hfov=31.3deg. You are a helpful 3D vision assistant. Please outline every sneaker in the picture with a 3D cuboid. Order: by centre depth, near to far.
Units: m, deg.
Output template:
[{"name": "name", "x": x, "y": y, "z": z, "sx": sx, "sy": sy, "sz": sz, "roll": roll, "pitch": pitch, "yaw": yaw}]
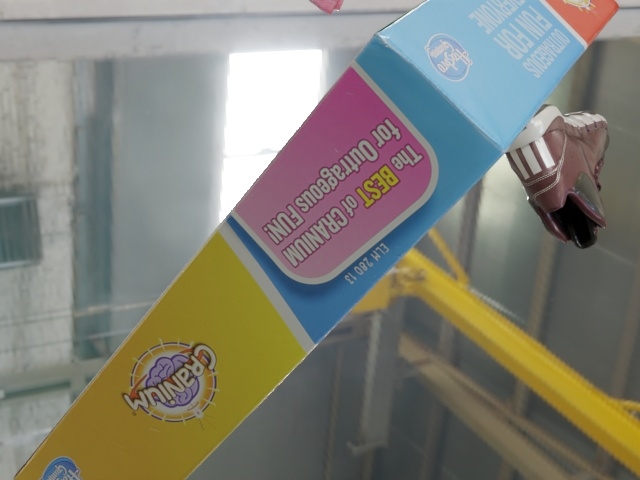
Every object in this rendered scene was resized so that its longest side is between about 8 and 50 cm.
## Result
[{"name": "sneaker", "x": 0.297, "y": -0.066, "z": 1.366, "sx": 0.106, "sy": 0.281, "sz": 0.162, "roll": -28, "pitch": -102, "yaw": 29}]

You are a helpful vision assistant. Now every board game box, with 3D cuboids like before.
[{"name": "board game box", "x": 0.000, "y": 0.000, "z": 0.581, "sx": 0.064, "sy": 0.242, "sz": 0.316, "roll": 43, "pitch": -56, "yaw": 2}]

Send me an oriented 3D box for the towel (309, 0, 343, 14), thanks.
[{"name": "towel", "x": 0.004, "y": -0.310, "z": 0.963, "sx": 0.144, "sy": 0.029, "sz": 0.197, "roll": 37, "pitch": -68, "yaw": 12}]
